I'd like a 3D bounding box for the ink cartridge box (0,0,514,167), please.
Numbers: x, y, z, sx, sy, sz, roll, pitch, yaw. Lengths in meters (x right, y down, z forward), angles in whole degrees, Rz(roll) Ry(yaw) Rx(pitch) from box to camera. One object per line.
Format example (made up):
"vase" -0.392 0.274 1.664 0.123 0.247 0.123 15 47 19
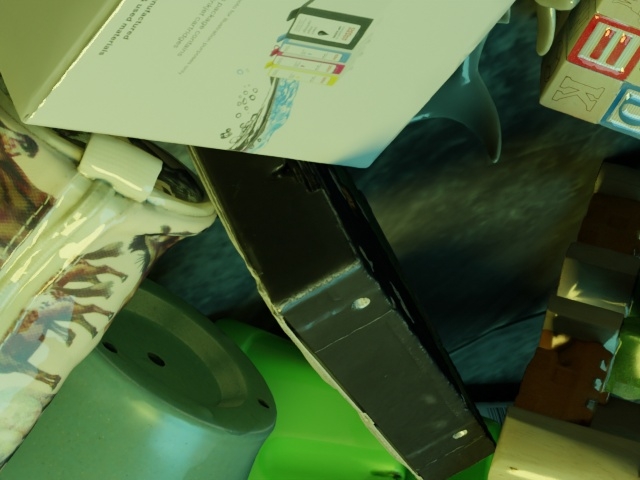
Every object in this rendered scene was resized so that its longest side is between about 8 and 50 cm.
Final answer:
"ink cartridge box" -0.042 -0.161 0.984 0.232 0.171 0.168 4 138 -45

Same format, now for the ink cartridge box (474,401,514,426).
"ink cartridge box" 0.141 0.212 1.893 0.189 0.066 0.232 2 161 -42

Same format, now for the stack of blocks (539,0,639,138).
"stack of blocks" 0.275 -0.184 1.221 0.171 0.087 0.297 18 136 -10

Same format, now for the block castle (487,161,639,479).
"block castle" 0.248 0.167 1.433 0.453 0.212 0.303 -58 160 -58

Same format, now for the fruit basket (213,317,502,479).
"fruit basket" -0.059 0.261 1.563 0.392 0.392 0.283 -37 150 17

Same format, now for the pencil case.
"pencil case" -0.233 0.082 1.139 0.160 0.183 0.410 34 102 -26

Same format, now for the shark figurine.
"shark figurine" 0.087 -0.166 1.196 0.116 0.166 0.278 8 161 -10

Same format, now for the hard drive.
"hard drive" 0.000 0.000 1.215 0.064 0.237 0.339 -29 152 5

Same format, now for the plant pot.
"plant pot" -0.172 0.163 1.329 0.271 0.272 0.255 16 117 -51
